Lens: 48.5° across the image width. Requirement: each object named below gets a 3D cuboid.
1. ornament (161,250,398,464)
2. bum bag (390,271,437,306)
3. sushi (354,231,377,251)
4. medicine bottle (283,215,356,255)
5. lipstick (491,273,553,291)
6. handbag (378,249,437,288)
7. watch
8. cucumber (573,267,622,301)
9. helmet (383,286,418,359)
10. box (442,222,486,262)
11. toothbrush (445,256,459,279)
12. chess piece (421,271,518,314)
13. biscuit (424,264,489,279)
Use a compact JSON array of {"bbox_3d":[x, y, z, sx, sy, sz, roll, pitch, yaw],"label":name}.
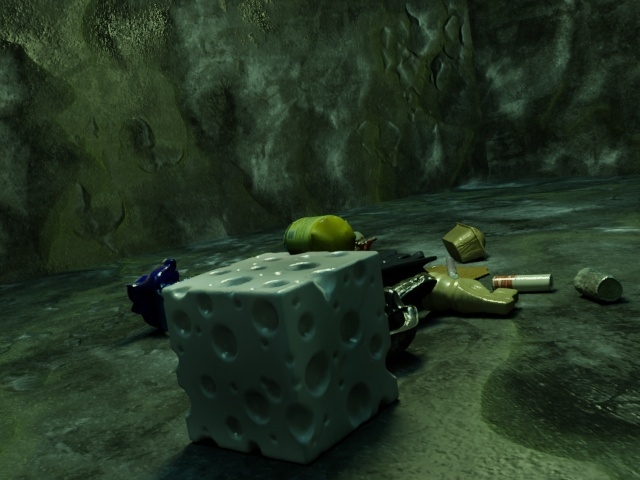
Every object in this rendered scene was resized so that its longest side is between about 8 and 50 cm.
[{"bbox_3d":[-0.056,0.157,1.064,0.239,0.240,0.239,-2,11,39],"label":"ornament"},{"bbox_3d":[0.138,0.139,1.478,0.248,0.069,0.102,-32,20,-26],"label":"bum bag"},{"bbox_3d":[0.020,0.046,2.160,0.331,0.130,0.124,-5,9,32],"label":"sushi"},{"bbox_3d":[0.000,0.000,1.722,0.124,0.124,0.239,-12,5,-19],"label":"medicine bottle"},{"bbox_3d":[0.456,0.098,1.605,0.130,0.039,0.038,-4,10,32],"label":"lipstick"},{"bbox_3d":[0.091,0.104,1.692,0.329,0.122,0.303,-13,5,-24],"label":"handbag"},{"bbox_3d":[-0.350,0.155,1.795,0.200,0.171,0.196,6,25,21],"label":"watch"},{"bbox_3d":[0.569,0.093,1.450,0.064,0.064,0.112,-11,10,-7],"label":"cucumber"},{"bbox_3d":[0.097,0.170,1.306,0.153,0.108,0.177,-9,26,-17],"label":"helmet"},{"bbox_3d":[0.426,0.005,2.078,0.111,0.111,0.177,-10,8,-7],"label":"box"},{"bbox_3d":[0.341,0.076,1.835,0.024,0.029,0.354,6,9,7],"label":"toothbrush"},{"bbox_3d":[0.318,0.120,1.507,0.200,0.090,0.090,6,16,38],"label":"chess piece"},{"bbox_3d":[0.314,0.096,1.874,0.236,0.013,0.232,-17,11,-40],"label":"biscuit"}]
